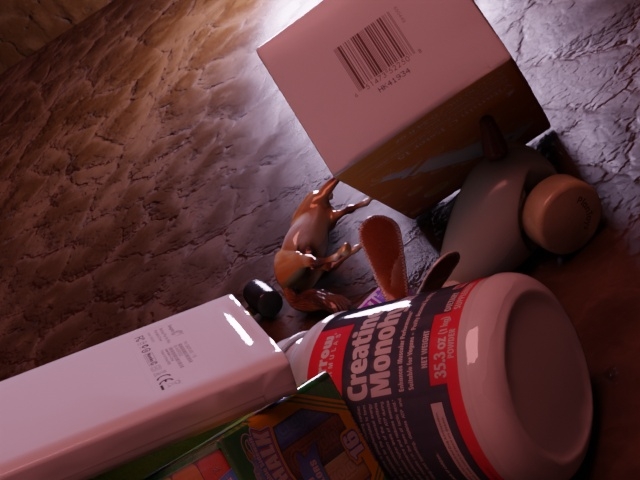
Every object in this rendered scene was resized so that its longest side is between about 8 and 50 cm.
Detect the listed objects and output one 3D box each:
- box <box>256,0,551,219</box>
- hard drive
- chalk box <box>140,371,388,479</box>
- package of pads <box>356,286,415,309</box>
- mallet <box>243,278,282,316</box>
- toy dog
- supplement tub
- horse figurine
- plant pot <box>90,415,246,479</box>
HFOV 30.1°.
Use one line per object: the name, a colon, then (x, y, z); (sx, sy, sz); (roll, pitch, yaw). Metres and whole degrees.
box: (0.108, -0.167, 1.336); (0.215, 0.168, 0.345); (-34, -15, 12)
hard drive: (-0.190, 0.138, 0.985); (0.307, 0.040, 0.203); (-21, 18, -12)
chalk box: (-0.060, 0.216, 0.955); (0.132, 0.132, 0.213); (-32, -5, 32)
package of pads: (0.069, 0.083, 1.368); (0.083, 0.032, 0.050); (-44, 26, -7)
mallet: (-0.119, 0.131, 1.527); (0.190, 0.039, 0.062); (-52, 27, -12)
toy dog: (0.140, -0.002, 1.267); (0.220, 0.161, 0.334); (5, 52, 53)
supplement tub: (0.091, 0.146, 1.087); (0.272, 0.191, 0.191); (-17, 36, 36)
horse figurine: (0.000, 0.000, 1.523); (0.174, 0.066, 0.263); (-31, 33, 38)
plant pot: (-0.194, 0.281, 1.130); (0.366, 0.366, 0.353); (-15, 25, 38)
